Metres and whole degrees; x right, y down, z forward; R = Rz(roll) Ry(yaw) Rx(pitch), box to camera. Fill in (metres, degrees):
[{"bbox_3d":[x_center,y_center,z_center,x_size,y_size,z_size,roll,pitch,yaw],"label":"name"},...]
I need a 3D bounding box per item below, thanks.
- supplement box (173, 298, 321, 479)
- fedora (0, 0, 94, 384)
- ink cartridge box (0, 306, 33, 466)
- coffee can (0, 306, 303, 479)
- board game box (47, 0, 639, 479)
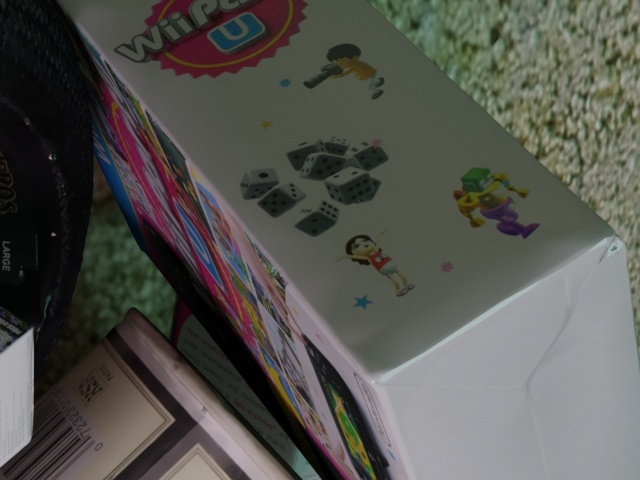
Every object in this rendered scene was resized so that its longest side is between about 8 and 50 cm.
[{"bbox_3d":[-0.018,0.102,0.891,0.114,0.111,0.220,-17,128,-43],"label":"supplement box"},{"bbox_3d":[-0.229,0.013,0.523,0.334,0.152,0.334,-49,156,-31],"label":"fedora"},{"bbox_3d":[-0.148,0.076,0.534,0.115,0.029,0.063,-41,152,-42],"label":"ink cartridge box"},{"bbox_3d":[-0.115,0.195,0.684,0.275,0.201,0.201,-43,142,-6],"label":"coffee can"},{"bbox_3d":[0.000,0.000,0.616,0.097,0.303,0.224,-31,139,-11],"label":"board game box"}]
